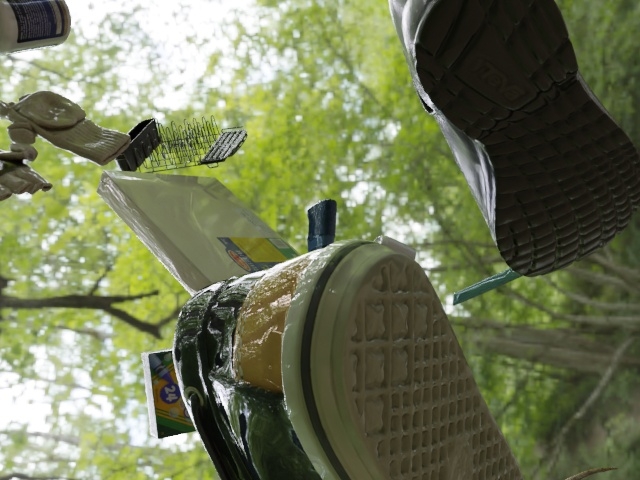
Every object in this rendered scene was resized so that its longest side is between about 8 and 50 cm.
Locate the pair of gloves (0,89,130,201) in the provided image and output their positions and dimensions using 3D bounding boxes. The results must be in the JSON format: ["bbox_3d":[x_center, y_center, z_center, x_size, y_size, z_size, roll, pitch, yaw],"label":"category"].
[{"bbox_3d":[-0.401,-0.133,1.073,0.240,0.204,0.042,-40,-30,-44],"label":"pair of gloves"}]

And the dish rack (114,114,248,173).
[{"bbox_3d":[-0.303,-0.216,1.784,0.208,0.272,0.074,-71,-28,-58],"label":"dish rack"}]

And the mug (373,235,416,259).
[{"bbox_3d":[0.113,0.029,1.362,0.064,0.078,0.062,33,-169,-20],"label":"mug"}]

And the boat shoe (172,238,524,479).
[{"bbox_3d":[0.048,0.206,0.593,0.186,0.156,0.500,-59,-45,-41],"label":"boat shoe"}]

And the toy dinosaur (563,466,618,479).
[{"bbox_3d":[0.293,0.358,1.105,0.064,0.211,0.112,54,-151,8],"label":"toy dinosaur"}]

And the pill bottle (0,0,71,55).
[{"bbox_3d":[-0.468,-0.329,1.214,0.169,0.094,0.094,-34,-59,-55],"label":"pill bottle"}]

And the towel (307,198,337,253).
[{"bbox_3d":[0.000,0.000,1.197,0.029,0.067,0.119,10,-106,-21],"label":"towel"}]

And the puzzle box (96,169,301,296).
[{"bbox_3d":[-0.198,-0.004,1.480,0.272,0.409,0.052,1,-58,-46],"label":"puzzle box"}]

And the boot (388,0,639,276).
[{"bbox_3d":[0.088,-0.096,0.433,0.246,0.083,0.161,49,-163,-48],"label":"boot"}]

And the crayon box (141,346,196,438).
[{"bbox_3d":[-0.261,0.350,1.978,0.323,0.083,0.203,-6,-92,-26],"label":"crayon box"}]

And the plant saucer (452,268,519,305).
[{"bbox_3d":[0.257,0.039,1.042,0.067,0.192,0.018,-12,-105,-51],"label":"plant saucer"}]
